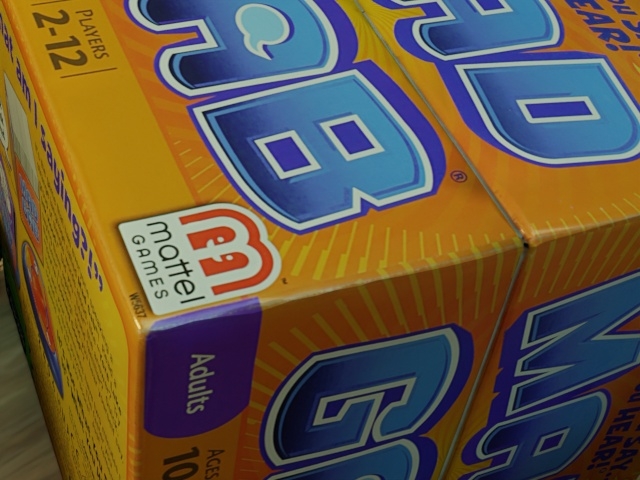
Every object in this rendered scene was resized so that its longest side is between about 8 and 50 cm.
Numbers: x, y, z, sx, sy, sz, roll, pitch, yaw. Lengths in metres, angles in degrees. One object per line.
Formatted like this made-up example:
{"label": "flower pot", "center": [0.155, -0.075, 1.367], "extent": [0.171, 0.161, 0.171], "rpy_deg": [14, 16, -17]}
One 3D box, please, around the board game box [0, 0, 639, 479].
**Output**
{"label": "board game box", "center": [0.000, 0.000, 0.716], "extent": [0.357, 0.356, 0.356], "rpy_deg": [-12, 50, -21]}

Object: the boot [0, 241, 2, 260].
{"label": "boot", "center": [-0.386, 0.012, 0.742], "extent": [0.223, 0.118, 0.338], "rpy_deg": [14, 10, 17]}
